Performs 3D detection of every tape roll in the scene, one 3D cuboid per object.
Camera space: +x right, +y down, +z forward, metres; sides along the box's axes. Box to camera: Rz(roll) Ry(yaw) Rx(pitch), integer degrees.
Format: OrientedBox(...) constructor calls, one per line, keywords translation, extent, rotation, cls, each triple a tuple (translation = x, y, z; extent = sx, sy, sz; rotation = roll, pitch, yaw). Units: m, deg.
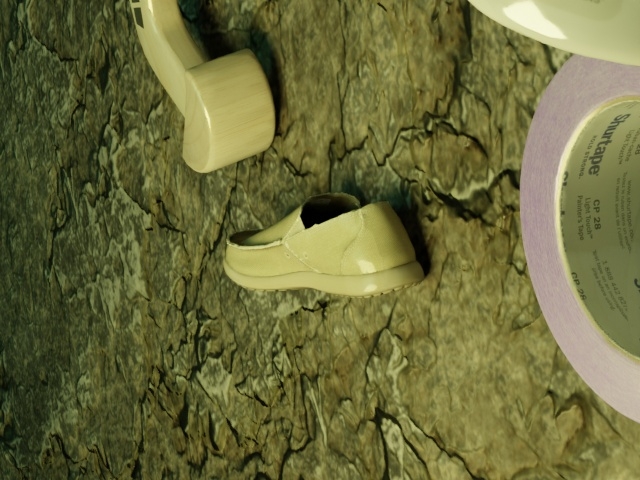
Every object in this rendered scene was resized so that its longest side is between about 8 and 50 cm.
OrientedBox(translation=(0.255, -0.011, 1.128), extent=(0.275, 0.090, 0.275), rotation=(24, 118, 55), cls="tape roll")

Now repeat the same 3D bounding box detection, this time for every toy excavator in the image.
OrientedBox(translation=(-0.202, -0.336, 1.757), extent=(0.433, 0.222, 0.445), rotation=(34, 141, 52), cls="toy excavator")

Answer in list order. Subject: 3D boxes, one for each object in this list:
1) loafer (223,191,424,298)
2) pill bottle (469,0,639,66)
OrientedBox(translation=(0.000, 0.000, 1.577), extent=(0.268, 0.102, 0.092), rotation=(3, 100, 51), cls="loafer")
OrientedBox(translation=(0.216, -0.326, 0.953), extent=(0.229, 0.229, 0.408), rotation=(47, 138, 44), cls="pill bottle")
